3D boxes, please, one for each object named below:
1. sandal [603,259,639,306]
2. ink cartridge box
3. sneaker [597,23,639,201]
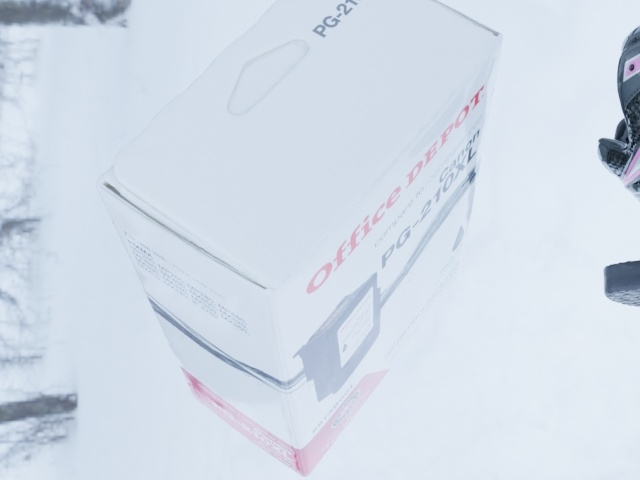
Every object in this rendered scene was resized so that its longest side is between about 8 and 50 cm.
[{"bbox_3d":[0.554,0.010,1.077,0.445,0.167,0.107,-7,72,39],"label":"sandal"},{"bbox_3d":[0.000,0.000,0.485,0.100,0.172,0.237,32,155,20],"label":"ink cartridge box"},{"bbox_3d":[0.148,-0.066,0.332,0.077,0.072,0.178,41,146,23],"label":"sneaker"}]
